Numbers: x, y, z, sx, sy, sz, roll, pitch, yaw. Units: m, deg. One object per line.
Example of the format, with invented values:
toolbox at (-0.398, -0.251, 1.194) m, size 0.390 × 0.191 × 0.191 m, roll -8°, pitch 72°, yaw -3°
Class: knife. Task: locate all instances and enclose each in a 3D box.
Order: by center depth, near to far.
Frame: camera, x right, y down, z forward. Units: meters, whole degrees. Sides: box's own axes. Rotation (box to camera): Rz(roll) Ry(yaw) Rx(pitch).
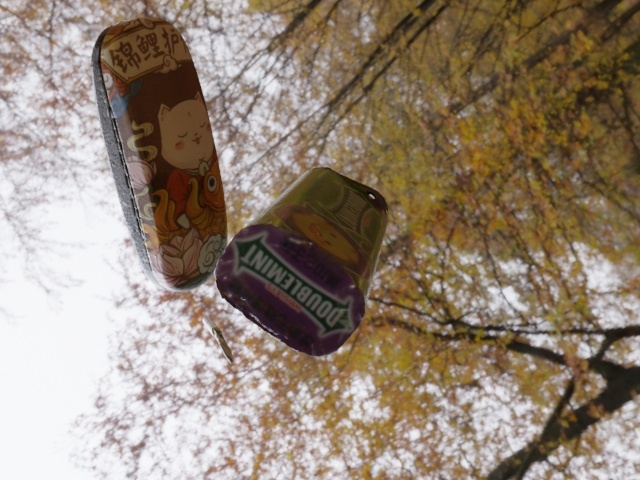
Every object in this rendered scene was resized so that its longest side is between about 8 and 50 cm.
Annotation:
knife at (-0.165, 0.162, 1.187) m, size 0.047 × 0.017 × 0.298 m, roll 59°, pitch 168°, yaw -9°

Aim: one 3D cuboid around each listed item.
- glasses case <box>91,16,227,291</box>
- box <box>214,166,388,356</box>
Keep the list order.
glasses case at (-0.181, -0.094, 0.842) m, size 0.122 × 0.082 × 0.320 m, roll -33°, pitch -59°, yaw -48°
box at (0.000, 0.000, 0.767) m, size 0.134 × 0.097 × 0.345 m, roll 34°, pitch -164°, yaw 0°
